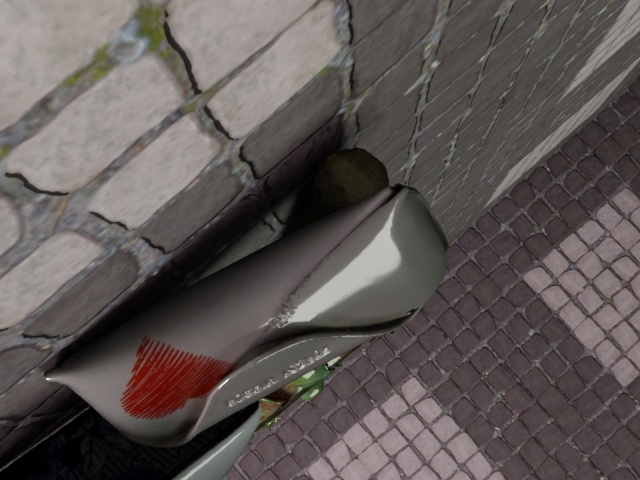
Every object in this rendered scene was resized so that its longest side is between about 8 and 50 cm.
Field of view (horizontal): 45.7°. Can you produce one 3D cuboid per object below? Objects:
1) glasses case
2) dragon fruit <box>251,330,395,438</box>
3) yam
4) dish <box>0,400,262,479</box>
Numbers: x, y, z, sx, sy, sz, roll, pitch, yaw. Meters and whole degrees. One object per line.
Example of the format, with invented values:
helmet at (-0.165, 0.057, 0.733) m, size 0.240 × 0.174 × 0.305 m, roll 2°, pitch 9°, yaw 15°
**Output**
glasses case at (-0.043, 0.062, 0.550) m, size 0.308 × 0.083 × 0.128 m, roll -29°, pitch 158°, yaw 2°
dragon fruit at (-0.034, 0.126, 0.892) m, size 0.268 × 0.130 × 0.295 m, roll -38°, pitch 170°, yaw -19°
yam at (0.000, 0.000, 0.682) m, size 0.061 × 0.061 × 0.253 m, roll -37°, pitch 170°, yaw -25°
dish at (-0.172, 0.211, 0.629) m, size 0.243 × 0.080 × 0.182 m, roll -36°, pitch -155°, yaw -30°
